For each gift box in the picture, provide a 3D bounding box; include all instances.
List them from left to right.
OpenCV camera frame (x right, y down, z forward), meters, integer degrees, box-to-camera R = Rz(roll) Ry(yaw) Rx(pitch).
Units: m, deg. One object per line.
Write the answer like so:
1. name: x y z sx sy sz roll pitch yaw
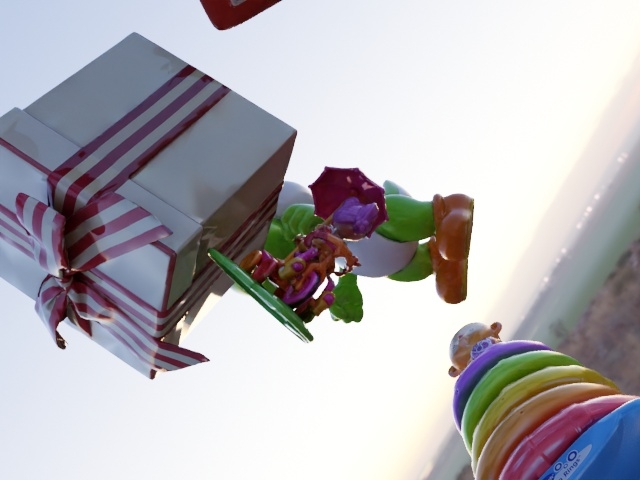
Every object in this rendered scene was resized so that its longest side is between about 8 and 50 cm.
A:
1. gift box: -0.180 -0.026 0.915 0.258 0.276 0.255 -48 -19 -39

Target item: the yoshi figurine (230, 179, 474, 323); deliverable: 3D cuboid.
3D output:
1. yoshi figurine: 0.014 0.017 1.161 0.203 0.361 0.204 -20 -64 -78

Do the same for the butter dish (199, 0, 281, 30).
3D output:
1. butter dish: -0.097 -0.351 1.015 0.159 0.118 0.160 -32 -55 -9

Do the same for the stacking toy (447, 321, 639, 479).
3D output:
1. stacking toy: 0.170 0.142 0.704 0.175 0.165 0.302 -49 26 9

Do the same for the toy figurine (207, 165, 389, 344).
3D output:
1. toy figurine: 0.000 0.000 0.816 0.159 0.130 0.173 -48 19 -7
